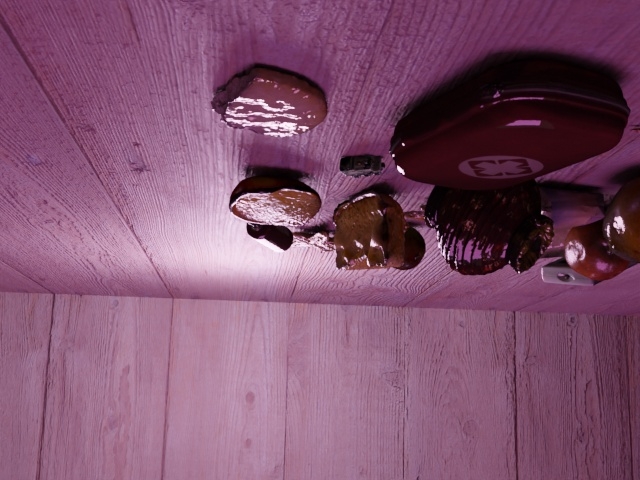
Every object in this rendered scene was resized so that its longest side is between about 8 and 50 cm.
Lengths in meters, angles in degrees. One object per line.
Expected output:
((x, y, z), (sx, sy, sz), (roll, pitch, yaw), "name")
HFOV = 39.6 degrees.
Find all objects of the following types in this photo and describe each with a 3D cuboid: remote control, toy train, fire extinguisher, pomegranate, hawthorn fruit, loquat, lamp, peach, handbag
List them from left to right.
((-0.149, -0.031, 2.237), (0.099, 0.071, 0.231), (27, 178, 23), "fire extinguisher")
((-0.091, -0.093, 1.916), (0.189, 0.068, 0.279), (-10, 164, 15), "peach")
((0.082, -0.144, 1.722), (0.083, 0.033, 0.053), (-5, 163, 30), "toy train")
((0.207, 0.020, 2.291), (0.130, 0.130, 0.130), (2, 168, 0), "pomegranate")
((0.328, -0.040, 1.708), (0.247, 0.247, 0.247), (2, 168, 0), "lamp")
((0.506, -0.071, 1.896), (0.173, 0.095, 0.117), (-1, 171, -25), "handbag")
((0.701, 0.047, 2.207), (0.344, 0.050, 0.145), (-18, -166, -42), "remote control")
((0.626, 0.015, 1.944), (0.149, 0.149, 0.189), (6, 171, -22), "hawthorn fruit")
((0.664, -0.043, 1.766), (0.179, 0.179, 0.227), (4, 151, -12), "loquat")

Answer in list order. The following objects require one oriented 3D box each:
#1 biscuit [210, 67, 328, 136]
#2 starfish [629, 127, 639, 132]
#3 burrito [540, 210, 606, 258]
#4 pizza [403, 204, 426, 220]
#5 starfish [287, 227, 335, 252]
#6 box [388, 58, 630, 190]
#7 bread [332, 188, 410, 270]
((-0.084, -0.211, 1.407), (0.188, 0.040, 0.265), (-3, 168, 10), "biscuit")
((0.568, -0.188, 1.490), (0.086, 0.016, 0.092), (-4, 170, 35), "starfish")
((0.605, -0.012, 2.126), (0.299, 0.105, 0.143), (-4, 163, 34), "burrito")
((0.322, -0.064, 2.072), (0.262, 0.034, 0.181), (3, 168, -8), "pizza")
((0.000, 0.006, 2.426), (0.231, 0.048, 0.295), (8, 168, -28), "starfish")
((0.284, -0.167, 1.398), (0.263, 0.108, 0.404), (7, 168, -23), "box")
((0.134, -0.015, 1.995), (0.133, 0.174, 0.252), (3, 170, -24), "bread")
